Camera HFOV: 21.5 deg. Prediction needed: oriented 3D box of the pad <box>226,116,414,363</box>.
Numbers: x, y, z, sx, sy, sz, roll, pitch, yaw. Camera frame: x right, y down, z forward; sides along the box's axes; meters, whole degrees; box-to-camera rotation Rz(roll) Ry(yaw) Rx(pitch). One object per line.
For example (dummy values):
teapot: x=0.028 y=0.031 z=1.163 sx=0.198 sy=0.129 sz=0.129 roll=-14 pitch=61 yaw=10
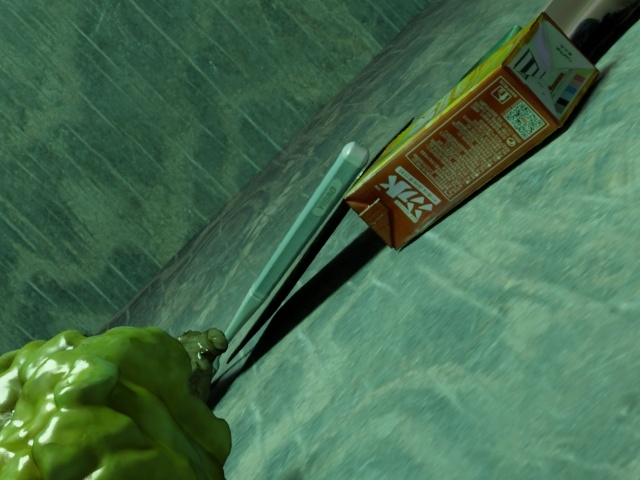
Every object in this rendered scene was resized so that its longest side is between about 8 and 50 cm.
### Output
pad: x=0.000 y=0.000 z=1.595 sx=0.266 sy=0.002 sz=0.176 roll=-54 pitch=-4 yaw=26

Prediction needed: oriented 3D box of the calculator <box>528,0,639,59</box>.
calculator: x=0.237 y=-0.205 z=1.517 sx=0.330 sy=0.048 sz=0.220 roll=-49 pitch=9 yaw=-10

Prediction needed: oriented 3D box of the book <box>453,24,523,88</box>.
book: x=0.133 y=-0.126 z=1.519 sx=0.103 sy=0.017 sz=0.135 roll=-44 pitch=13 yaw=46

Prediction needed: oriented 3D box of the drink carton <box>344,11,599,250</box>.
drink carton: x=0.121 y=-0.086 z=1.391 sx=0.223 sy=0.071 sz=0.096 roll=-38 pitch=9 yaw=46

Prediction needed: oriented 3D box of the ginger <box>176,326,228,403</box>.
ginger: x=-0.183 y=0.183 z=1.522 sx=0.122 sy=0.084 sz=0.290 roll=-26 pitch=20 yaw=49

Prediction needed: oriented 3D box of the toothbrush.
toothbrush: x=-0.047 y=0.034 z=1.583 sx=0.342 sy=0.025 sz=0.030 roll=-54 pitch=8 yaw=32

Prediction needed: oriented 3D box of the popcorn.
popcorn: x=-0.154 y=0.156 z=1.064 sx=0.200 sy=0.203 sz=0.226 roll=-34 pitch=-10 yaw=7
